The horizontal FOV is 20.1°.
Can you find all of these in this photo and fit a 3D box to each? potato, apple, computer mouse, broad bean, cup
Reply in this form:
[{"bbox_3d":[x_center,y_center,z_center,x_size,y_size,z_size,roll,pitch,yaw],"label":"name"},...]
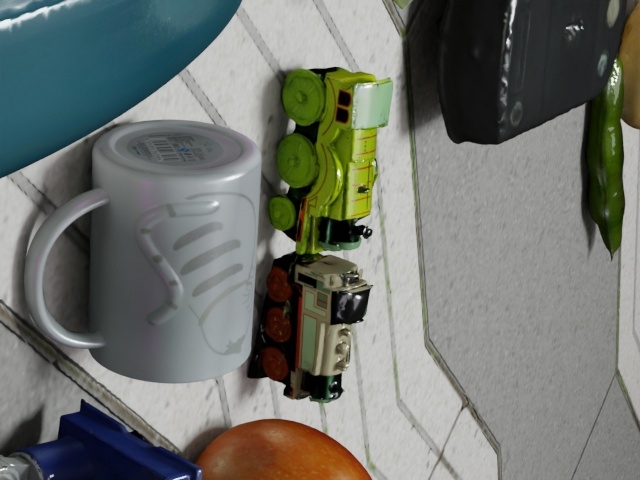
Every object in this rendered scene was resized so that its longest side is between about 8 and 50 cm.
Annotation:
[{"bbox_3d":[0.380,-0.203,1.986,0.109,0.118,0.178,4,118,-32],"label":"potato"},{"bbox_3d":[-0.024,0.208,1.264,0.163,0.139,0.163,-43,142,-48],"label":"apple"},{"bbox_3d":[0.170,-0.185,1.521,0.269,0.100,0.170,-25,122,-55],"label":"computer mouse"},{"bbox_3d":[0.314,-0.092,1.984,0.060,0.043,0.297,-66,156,-45],"label":"broad bean"},{"bbox_3d":[-0.094,0.012,1.037,0.136,0.099,0.133,-36,137,-57],"label":"cup"}]

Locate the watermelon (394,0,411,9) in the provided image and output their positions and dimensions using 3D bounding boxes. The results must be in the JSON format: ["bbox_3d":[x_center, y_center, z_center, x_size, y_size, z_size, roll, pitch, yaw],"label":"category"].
[{"bbox_3d":[0.101,-0.311,1.164,0.193,0.232,0.310,-129,-149,-77],"label":"watermelon"}]

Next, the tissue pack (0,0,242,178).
[{"bbox_3d":[-0.148,-0.125,0.703,0.287,0.198,0.206,-43,140,-55],"label":"tissue pack"}]

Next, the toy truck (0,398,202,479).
[{"bbox_3d":[-0.134,0.211,1.032,0.177,0.161,0.213,-6,111,-45],"label":"toy truck"}]

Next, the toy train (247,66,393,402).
[{"bbox_3d":[0.000,0.000,1.269,0.053,0.085,0.250,-13,117,-46],"label":"toy train"}]
